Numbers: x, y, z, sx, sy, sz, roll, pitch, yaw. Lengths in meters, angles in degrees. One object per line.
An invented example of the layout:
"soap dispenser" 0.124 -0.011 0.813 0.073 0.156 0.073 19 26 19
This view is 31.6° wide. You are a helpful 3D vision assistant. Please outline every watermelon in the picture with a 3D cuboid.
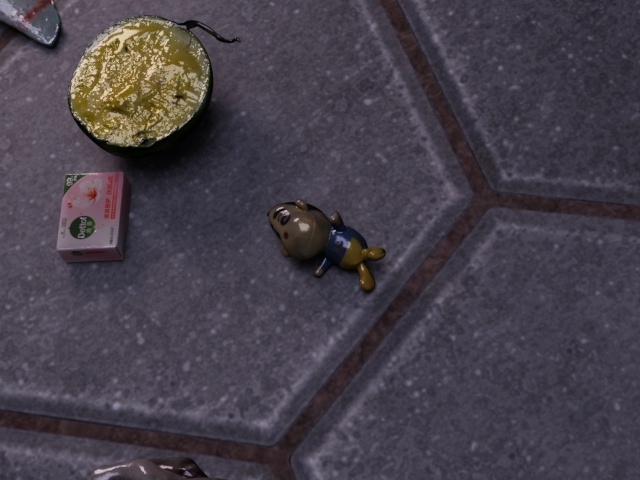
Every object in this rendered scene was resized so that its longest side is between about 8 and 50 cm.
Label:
"watermelon" -0.247 -0.212 1.628 0.204 0.127 0.232 23 70 17

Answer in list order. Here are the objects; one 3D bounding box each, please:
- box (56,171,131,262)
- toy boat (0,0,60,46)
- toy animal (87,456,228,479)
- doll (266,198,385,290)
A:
"box" -0.319 -0.034 1.595 0.089 0.043 0.125 -4 63 5
"toy boat" -0.520 -0.401 1.789 0.282 0.096 0.206 26 54 8
"toy animal" -0.147 0.418 1.270 0.302 0.194 0.344 12 71 18
"doll" 0.000 0.000 1.524 0.179 0.102 0.089 28 27 23
